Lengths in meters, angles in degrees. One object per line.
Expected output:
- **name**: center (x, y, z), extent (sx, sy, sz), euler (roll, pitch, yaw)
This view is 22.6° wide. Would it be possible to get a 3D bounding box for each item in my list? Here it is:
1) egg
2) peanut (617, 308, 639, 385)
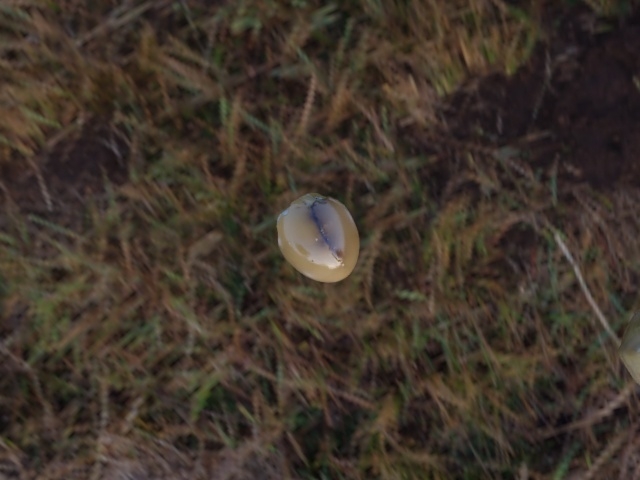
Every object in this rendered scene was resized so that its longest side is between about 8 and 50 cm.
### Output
- **egg**: center (0.000, 0.000, 1.440), extent (0.071, 0.071, 0.083), euler (-25, 74, 2)
- **peanut**: center (0.352, 0.069, 1.178), extent (0.275, 0.125, 0.111), euler (-3, 94, -8)
